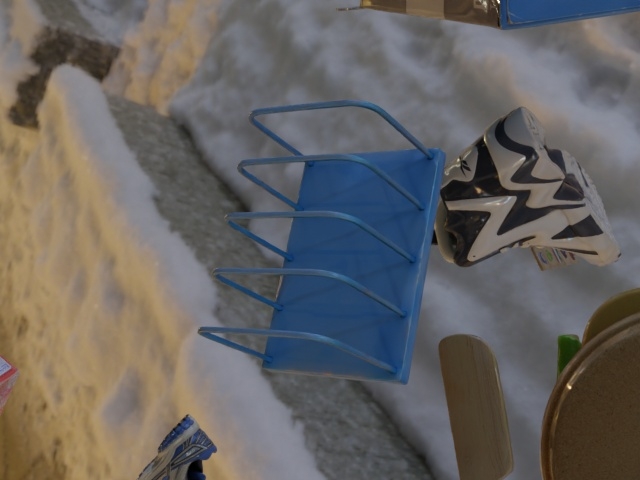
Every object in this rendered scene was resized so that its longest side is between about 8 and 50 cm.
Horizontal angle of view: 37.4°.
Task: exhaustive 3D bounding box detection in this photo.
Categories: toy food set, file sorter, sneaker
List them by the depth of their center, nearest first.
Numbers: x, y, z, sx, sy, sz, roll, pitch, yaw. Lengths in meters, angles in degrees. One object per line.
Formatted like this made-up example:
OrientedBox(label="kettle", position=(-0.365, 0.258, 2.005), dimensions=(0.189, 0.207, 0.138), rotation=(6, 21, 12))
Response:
OrientedBox(label="toy food set", position=(0.148, 0.081, 0.367), dimensions=(0.192, 0.038, 0.132), rotation=(-11, 79, 27))
OrientedBox(label="file sorter", position=(0.000, 0.000, 0.651), dimensions=(0.118, 0.104, 0.170), rotation=(0, 70, 34))
OrientedBox(label="sneaker", position=(0.188, -0.021, 0.932), dimensions=(0.153, 0.235, 0.094), rotation=(-28, 54, 25))
OrientedBox(label="sneaker", position=(-0.153, 0.246, 0.979), dimensions=(0.135, 0.058, 0.052), rotation=(-55, -6, 26))

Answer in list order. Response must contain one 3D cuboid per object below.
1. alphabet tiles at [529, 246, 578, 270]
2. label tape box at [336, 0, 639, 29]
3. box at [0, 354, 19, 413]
OrientedBox(label="alphabet tiles", position=(0.344, -0.063, 1.558), dimensions=(0.009, 0.198, 0.237), rotation=(-30, 77, 28))
OrientedBox(label="label tape box", position=(0.179, -0.271, 0.878), dimensions=(0.334, 0.241, 0.105), rotation=(-145, 46, -63))
OrientedBox(label="box", position=(-0.612, 0.260, 1.388), dimensions=(0.142, 0.154, 0.300), rotation=(-58, -8, 32))
